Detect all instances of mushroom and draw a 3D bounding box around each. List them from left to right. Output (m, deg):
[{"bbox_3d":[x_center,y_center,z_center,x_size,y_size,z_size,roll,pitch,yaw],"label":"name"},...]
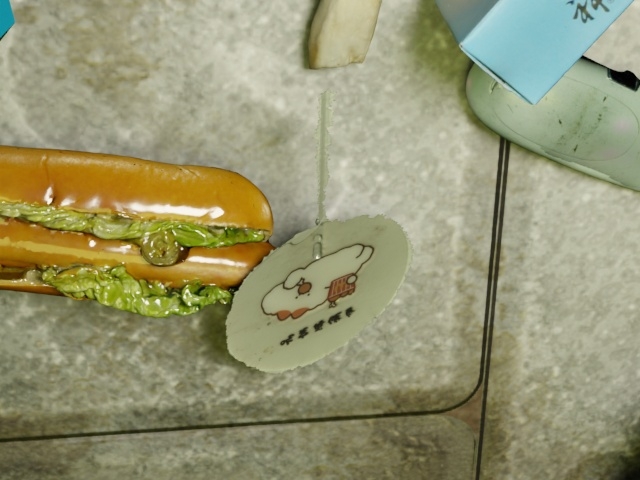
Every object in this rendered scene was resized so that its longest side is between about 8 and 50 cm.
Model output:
[{"bbox_3d":[0.034,-0.214,0.869,0.059,0.054,0.202,12,123,-15],"label":"mushroom"}]

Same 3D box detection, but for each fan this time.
[{"bbox_3d":[0.000,-0.001,0.948,0.190,0.009,0.329,-22,141,-19],"label":"fan"}]

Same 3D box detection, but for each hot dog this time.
[{"bbox_3d":[-0.188,-0.006,0.936,0.337,0.100,0.135,6,119,-10],"label":"hot dog"}]

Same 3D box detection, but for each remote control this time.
[{"bbox_3d":[0.240,-0.099,0.963,0.256,0.045,0.097,17,120,-19],"label":"remote control"}]

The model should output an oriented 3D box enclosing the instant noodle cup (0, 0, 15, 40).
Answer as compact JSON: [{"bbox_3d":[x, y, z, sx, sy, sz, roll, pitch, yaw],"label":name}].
[{"bbox_3d":[-0.320,-0.207,0.742,0.240,0.240,0.178,1,130,-7],"label":"instant noodle cup"}]

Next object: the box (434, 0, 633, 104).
[{"bbox_3d":[0.189,-0.229,0.821,0.083,0.143,0.232,32,113,-22],"label":"box"}]
